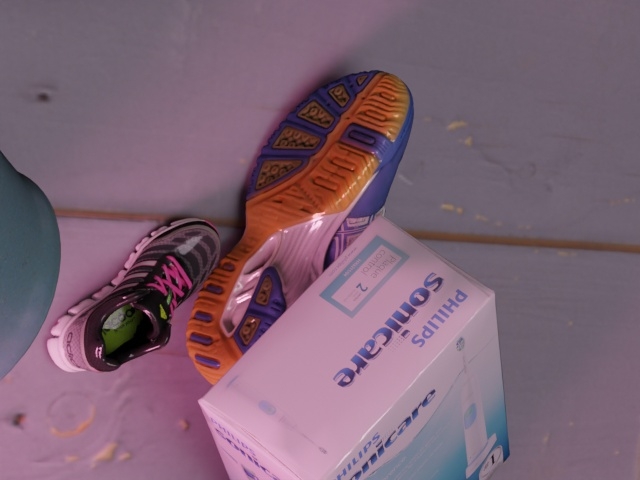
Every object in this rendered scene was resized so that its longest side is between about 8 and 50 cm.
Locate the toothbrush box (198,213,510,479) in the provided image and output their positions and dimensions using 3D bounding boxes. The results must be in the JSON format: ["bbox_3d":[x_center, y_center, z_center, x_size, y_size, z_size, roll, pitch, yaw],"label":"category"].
[{"bbox_3d":[0.039,0.155,1.462,0.216,0.126,0.295,-46,154,-18],"label":"toothbrush box"}]

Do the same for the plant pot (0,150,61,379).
[{"bbox_3d":[-0.320,-0.007,1.180,0.255,0.272,0.271,34,80,-51],"label":"plant pot"}]

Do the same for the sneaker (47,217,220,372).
[{"bbox_3d":[-0.135,0.049,1.423,0.170,0.075,0.063,-41,120,-22],"label":"sneaker"}]

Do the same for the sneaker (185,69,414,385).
[{"bbox_3d":[0.000,0.000,1.506,0.131,0.112,0.296,33,86,-48],"label":"sneaker"}]
